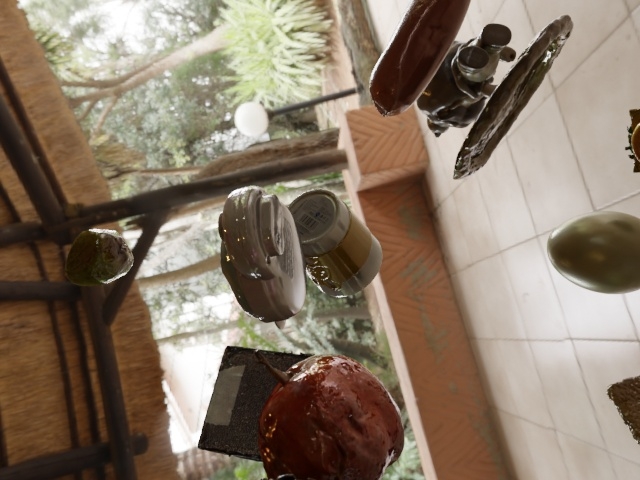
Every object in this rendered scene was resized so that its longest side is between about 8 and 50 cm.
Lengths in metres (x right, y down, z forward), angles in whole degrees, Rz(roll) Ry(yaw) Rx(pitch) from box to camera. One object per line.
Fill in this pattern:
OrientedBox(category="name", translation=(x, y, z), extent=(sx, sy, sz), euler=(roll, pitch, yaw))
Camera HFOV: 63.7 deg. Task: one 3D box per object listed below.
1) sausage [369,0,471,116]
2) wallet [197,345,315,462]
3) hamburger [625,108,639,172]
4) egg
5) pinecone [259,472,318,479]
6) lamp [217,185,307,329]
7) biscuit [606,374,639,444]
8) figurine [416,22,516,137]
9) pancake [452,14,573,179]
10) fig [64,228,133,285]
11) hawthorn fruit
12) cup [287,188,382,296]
OrientedBox(category="sausage", translation=(0.121, -0.238, 0.619), extent=(0.194, 0.077, 0.077), euler=(-62, 8, 4))
OrientedBox(category="wallet", translation=(-0.088, 0.331, 1.027), extent=(0.071, 0.262, 0.221), euler=(98, -178, -54))
OrientedBox(category="hamburger", translation=(0.718, -0.209, 1.042), extent=(0.189, 0.093, 0.164), euler=(34, 143, 50))
OrientedBox(category="egg", translation=(0.638, 0.026, 1.158), extent=(0.186, 0.241, 0.186), euler=(5, -90, -77))
OrientedBox(category="pinecone", translation=(-0.037, 0.379, 0.608), extent=(0.165, 0.162, 0.163), euler=(-161, 57, -79))
OrientedBox(category="lamp", translation=(-0.089, 0.020, 0.732), extent=(0.246, 0.107, 0.180), euler=(68, -167, -61))
OrientedBox(category="biscuit", translation=(0.598, 0.258, 0.826), extent=(0.025, 0.230, 0.131), euler=(72, -179, -53))
OrientedBox(category="figurine", translation=(0.359, -0.415, 1.309), extent=(0.380, 0.203, 0.248), euler=(139, 150, -87))
OrientedBox(category="pancake", translation=(0.196, -0.142, 0.535), extent=(0.021, 0.199, 0.199), euler=(37, 163, 16))
OrientedBox(category="fig", translation=(-0.570, 0.046, 1.314), extent=(0.144, 0.165, 0.154), euler=(44, 156, 8))
OrientedBox(category="hawthorn fruit", translation=(-0.009, 0.272, 0.808), extent=(0.272, 0.242, 0.242), euler=(53, 174, 5))
OrientedBox(category="cup", translation=(0.000, 0.000, 1.191), extent=(0.226, 0.241, 0.185), euler=(52, -125, -50))
